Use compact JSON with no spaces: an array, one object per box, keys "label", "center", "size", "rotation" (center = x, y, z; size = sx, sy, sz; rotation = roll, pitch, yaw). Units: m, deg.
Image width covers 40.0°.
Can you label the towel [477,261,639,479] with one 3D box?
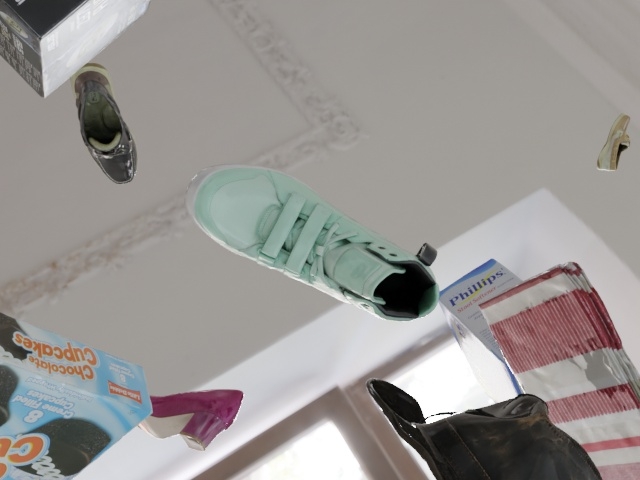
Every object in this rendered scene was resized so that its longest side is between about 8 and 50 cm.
[{"label":"towel","center":[0.351,0.201,1.187],"size":[0.329,0.037,0.237],"rotation":[63,-25,7]}]

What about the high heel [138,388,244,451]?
[{"label":"high heel","center":[-0.243,0.278,1.500],"size":[0.244,0.117,0.082],"rotation":[4,-48,43]}]

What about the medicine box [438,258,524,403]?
[{"label":"medicine box","center":[0.386,0.221,1.705],"size":[0.263,0.149,0.289],"rotation":[62,-7,-29]}]

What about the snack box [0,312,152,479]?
[{"label":"snack box","center":[-0.324,0.132,0.730],"size":[0.322,0.187,0.060],"rotation":[32,26,-43]}]

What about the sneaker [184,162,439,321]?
[{"label":"sneaker","center":[0.001,0.000,0.841],"size":[0.256,0.094,0.151],"rotation":[24,1,-22]}]

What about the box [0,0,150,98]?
[{"label":"box","center":[-0.229,-0.228,0.810],"size":[0.077,0.147,0.180],"rotation":[46,-18,-6]}]

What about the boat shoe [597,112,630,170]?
[{"label":"boat shoe","center":[0.629,-0.204,1.853],"size":[0.045,0.135,0.050],"rotation":[20,-11,33]}]

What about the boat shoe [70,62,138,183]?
[{"label":"boat shoe","center":[-0.336,-0.166,1.363],"size":[0.073,0.080,0.223],"rotation":[-105,-174,-45]}]

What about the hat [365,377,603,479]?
[{"label":"hat","center":[0.189,0.228,0.842],"size":[0.331,0.134,0.331],"rotation":[54,4,-6]}]
